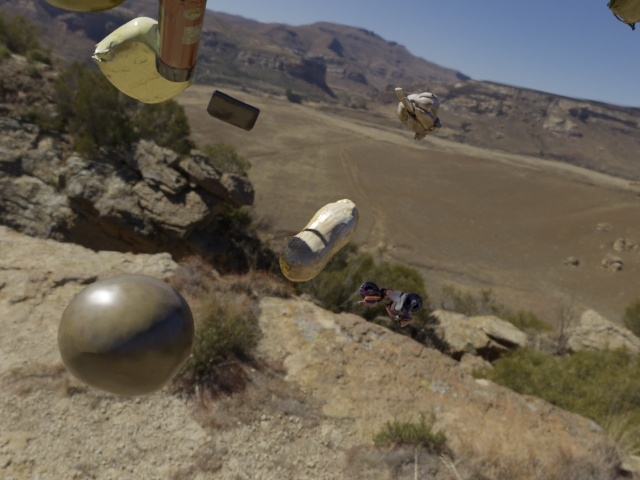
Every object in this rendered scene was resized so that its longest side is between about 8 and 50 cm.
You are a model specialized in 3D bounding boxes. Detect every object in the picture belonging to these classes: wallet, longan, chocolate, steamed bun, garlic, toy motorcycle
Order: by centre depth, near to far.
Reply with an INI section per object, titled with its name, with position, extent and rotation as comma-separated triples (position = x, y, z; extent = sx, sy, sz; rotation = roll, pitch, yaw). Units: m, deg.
[longan]
position = -0.443, 0.217, 1.122
extent = 0.298, 0.296, 0.297
rotation = 12, 19, -4
[chocolate]
position = 0.000, 0.000, 1.390
extent = 0.134, 0.134, 0.309
rotation = 26, 60, 32
[garlic]
position = 0.284, -0.411, 1.480
extent = 0.194, 0.127, 0.131
rotation = 27, -32, -36
[wallet]
position = -0.269, -0.399, 1.482
extent = 0.157, 0.082, 0.018
rotation = 16, 21, -31
[steamed bun]
position = -0.547, -0.564, 1.490
extent = 0.232, 0.165, 0.273
rotation = -20, -28, 24
[toy motorcycle]
position = 0.226, 0.211, 1.573
extent = 0.213, 0.118, 0.084
rotation = 15, -5, 2

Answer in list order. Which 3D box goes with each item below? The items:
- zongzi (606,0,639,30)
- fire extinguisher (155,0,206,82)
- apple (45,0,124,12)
[zongzi]
position = 0.605, -0.506, 0.844
extent = 0.094, 0.204, 0.204
rotation = 33, 62, 12
[fire extinguisher]
position = -0.349, -0.596, 1.222
extent = 0.113, 0.376, 0.200
rotation = 11, 63, -16
[apple]
position = -0.556, -0.667, 1.081
extent = 0.292, 0.291, 0.254
rotation = 24, 59, 28
